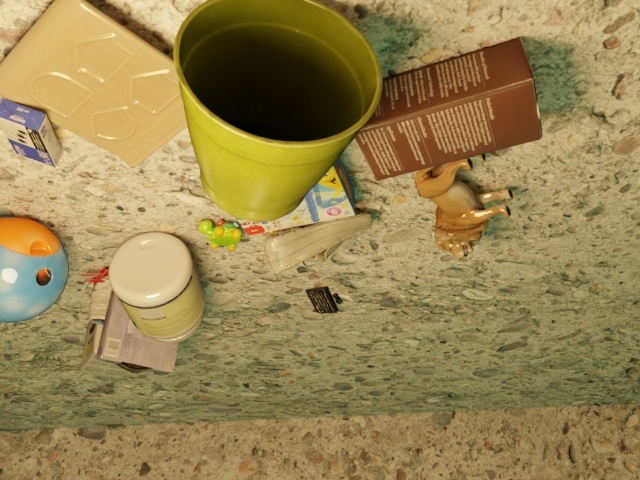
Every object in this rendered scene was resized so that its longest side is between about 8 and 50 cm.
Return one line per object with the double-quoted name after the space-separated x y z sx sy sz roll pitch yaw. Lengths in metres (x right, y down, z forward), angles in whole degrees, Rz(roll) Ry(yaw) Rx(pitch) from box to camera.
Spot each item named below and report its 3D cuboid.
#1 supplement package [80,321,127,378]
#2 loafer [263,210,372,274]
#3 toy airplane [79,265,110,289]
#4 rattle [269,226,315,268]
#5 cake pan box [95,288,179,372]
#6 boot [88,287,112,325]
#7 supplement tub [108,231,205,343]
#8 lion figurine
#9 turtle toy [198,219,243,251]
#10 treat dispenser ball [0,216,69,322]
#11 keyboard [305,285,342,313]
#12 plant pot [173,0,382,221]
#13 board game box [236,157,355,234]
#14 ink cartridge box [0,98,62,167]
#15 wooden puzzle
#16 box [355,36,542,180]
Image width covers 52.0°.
-0.726 0.347 2.283 0.149 0.194 0.203 15 143 -26 "supplement package"
0.000 0.000 1.779 0.319 0.111 0.112 -18 -166 -18 "loafer"
-0.692 0.115 2.075 0.151 0.028 0.151 -13 155 -6 "toy airplane"
-0.092 0.009 1.912 0.142 0.130 0.200 7 175 6 "rattle"
-0.579 0.291 2.137 0.245 0.267 0.070 18 156 -30 "cake pan box"
-0.645 0.249 2.200 0.258 0.123 0.095 14 144 -23 "boot"
-0.473 0.151 1.954 0.235 0.235 0.325 -2 147 0 "supplement tub"
0.343 -0.114 1.710 0.240 0.142 0.392 -16 131 34 "lion figurine"
-0.280 -0.023 1.850 0.130 0.066 0.095 9 146 -16 "turtle toy"
-0.833 0.078 1.772 0.288 0.288 0.288 -1 147 -1 "treat dispenser ball"
0.019 0.209 2.270 0.108 0.023 0.180 -9 148 10 "keyboard"
-0.104 -0.224 1.284 0.366 0.366 0.353 5 150 -11 "plant pot"
-0.096 -0.150 1.644 0.308 0.086 0.302 -11 147 13 "board game box"
-0.640 -0.232 1.451 0.097 0.046 0.207 20 162 -6 "ink cartridge box"
-0.444 -0.328 1.365 0.322 0.080 0.348 -28 134 34 "wooden puzzle"
0.268 -0.276 1.424 0.381 0.143 0.191 -11 146 17 "box"
